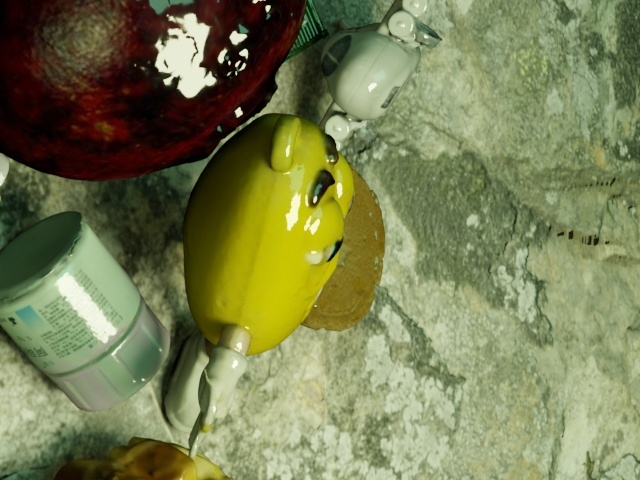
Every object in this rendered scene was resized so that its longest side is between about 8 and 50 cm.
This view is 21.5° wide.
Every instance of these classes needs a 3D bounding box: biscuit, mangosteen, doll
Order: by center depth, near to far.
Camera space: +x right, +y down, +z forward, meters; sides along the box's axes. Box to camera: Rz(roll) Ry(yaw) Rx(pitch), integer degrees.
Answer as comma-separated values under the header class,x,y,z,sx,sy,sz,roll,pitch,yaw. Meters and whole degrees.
class,x,y,z,sx,sy,sz,roll,pitch,yaw
mangosteen,-0.205,-0.265,1.605,0.381,0.381,0.421,-6,62,-46
doll,-0.078,0.047,1.740,0.161,0.423,0.348,18,88,-2
biscuit,0.000,0.000,2.026,0.226,0.042,0.226,8,80,-46

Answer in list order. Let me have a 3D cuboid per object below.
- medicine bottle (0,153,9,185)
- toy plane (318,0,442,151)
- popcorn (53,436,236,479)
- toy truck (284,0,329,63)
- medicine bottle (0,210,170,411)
class,x,y,z,sx,sy,sz,roll,pitch,yaw
medicine bottle,-0.363,-0.090,1.633,0.118,0.074,0.055,37,61,-39
toy plane,0.060,-0.211,1.996,0.118,0.252,0.252,32,59,-2
popcorn,-0.159,0.336,1.707,0.332,0.225,0.265,27,37,-25
toy truck,-0.113,-0.231,1.898,0.259,0.088,0.121,-38,114,-42
medicine bottle,-0.245,0.074,1.701,0.168,0.135,0.135,53,52,-28
